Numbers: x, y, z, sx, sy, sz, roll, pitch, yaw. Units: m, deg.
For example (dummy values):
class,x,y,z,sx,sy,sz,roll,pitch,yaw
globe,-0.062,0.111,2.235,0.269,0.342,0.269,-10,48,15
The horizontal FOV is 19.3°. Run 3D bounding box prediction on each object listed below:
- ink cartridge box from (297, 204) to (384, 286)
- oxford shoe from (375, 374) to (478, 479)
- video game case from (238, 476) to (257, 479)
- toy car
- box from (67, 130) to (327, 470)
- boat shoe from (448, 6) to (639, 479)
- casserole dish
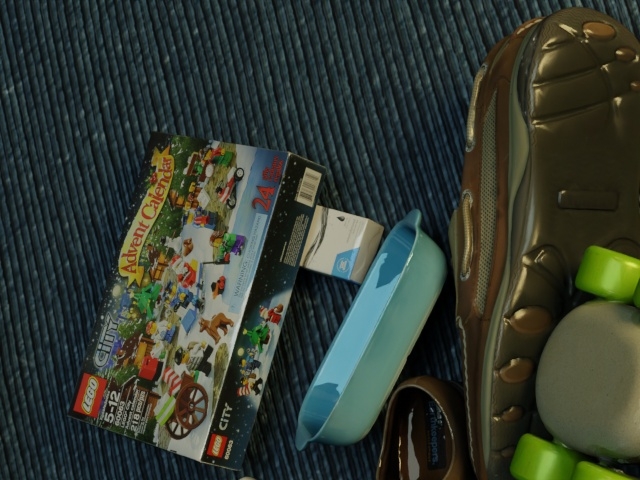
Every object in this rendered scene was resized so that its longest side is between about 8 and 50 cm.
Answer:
class,x,y,z,sx,sy,sz,roll,pitch,yaw
ink cartridge box,0.000,0.000,1.394,0.083,0.028,0.048,15,85,32
oxford shoe,0.072,0.202,1.266,0.083,0.096,0.227,-15,72,24
video game case,-0.083,0.321,1.364,0.227,0.026,0.206,-41,62,14
toy car,0.240,0.108,1.166,0.155,0.188,0.149,-71,20,0
box,-0.095,0.041,1.409,0.159,0.044,0.233,11,83,44
boat shoe,0.148,0.007,1.272,0.120,0.122,0.324,7,90,63
casserole dish,0.039,0.069,1.320,0.037,0.114,0.188,27,91,-9
